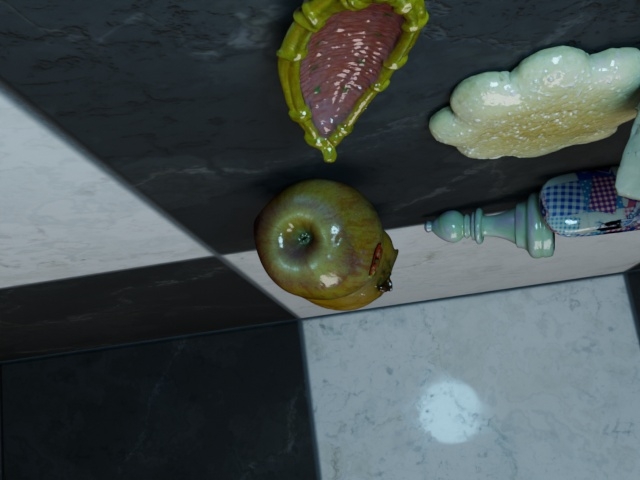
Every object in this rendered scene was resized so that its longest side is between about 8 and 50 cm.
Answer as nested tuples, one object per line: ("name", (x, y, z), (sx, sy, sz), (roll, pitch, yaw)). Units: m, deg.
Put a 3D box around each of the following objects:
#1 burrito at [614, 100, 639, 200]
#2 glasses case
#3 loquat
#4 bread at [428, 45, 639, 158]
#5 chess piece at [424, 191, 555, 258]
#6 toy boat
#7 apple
("burrito", (0.536, -0.113, 0.810), (0.332, 0.190, 0.135), (17, 156, 29))
("glasses case", (0.586, -0.082, 1.353), (0.327, 0.125, 0.076), (-7, 158, -1))
("loquat", (0.036, 0.042, 1.434), (0.238, 0.193, 0.238), (14, 159, 5))
("bread", (0.309, -0.176, 0.971), (0.316, 0.054, 0.316), (-6, 167, -1))
("chess piece", (0.355, -0.033, 1.494), (0.271, 0.139, 0.139), (0, 170, 21))
("toy boat", (0.027, -0.184, 0.695), (0.141, 0.099, 0.318), (-9, 164, -10))
("apple", (0.000, 0.000, 1.188), (0.211, 0.211, 0.188), (-14, 178, 26))
